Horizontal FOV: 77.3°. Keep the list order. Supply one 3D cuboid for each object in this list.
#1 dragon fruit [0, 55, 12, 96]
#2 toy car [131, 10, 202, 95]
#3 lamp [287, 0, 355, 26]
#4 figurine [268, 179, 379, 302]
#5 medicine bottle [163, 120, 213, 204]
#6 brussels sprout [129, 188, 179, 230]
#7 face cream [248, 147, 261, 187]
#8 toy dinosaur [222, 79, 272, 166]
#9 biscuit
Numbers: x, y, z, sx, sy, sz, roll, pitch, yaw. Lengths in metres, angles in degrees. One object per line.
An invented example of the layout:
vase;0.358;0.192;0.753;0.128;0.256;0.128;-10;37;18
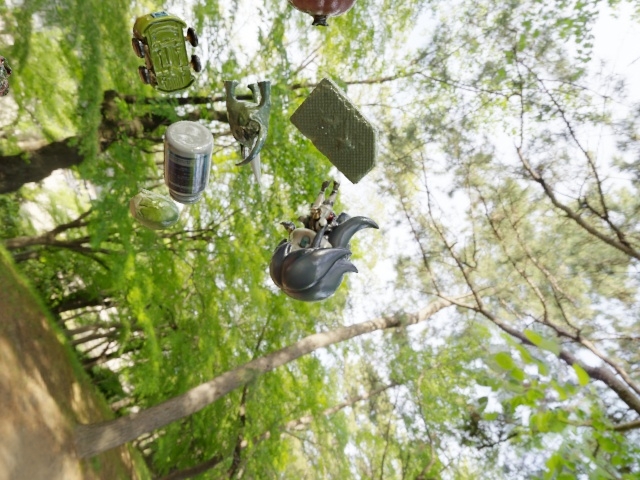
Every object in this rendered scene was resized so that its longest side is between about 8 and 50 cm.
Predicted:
dragon fruit;-0.951;-0.499;1.078;0.198;0.201;0.268;118;-36;-54
toy car;-0.498;-0.601;1.272;0.142;0.201;0.247;46;-35;30
lamp;0.001;-0.576;0.922;0.182;0.182;0.140;51;-36;44
figurine;-0.001;0.011;0.896;0.197;0.265;0.175;46;-15;-5
medicine bottle;-0.314;-0.176;0.945;0.106;0.107;0.191;64;-32;27
brussels sprout;-0.537;-0.093;1.305;0.155;0.155;0.117;43;-59;51
face cream;-0.278;-0.345;1.672;0.092;0.058;0.243;-107;-171;-49
toy dinosaur;-0.125;-0.210;0.703;0.363;0.077;0.147;-140;-134;-71
biscuit;0.053;-0.275;1.030;0.252;0.052;0.150;45;-63;-10
